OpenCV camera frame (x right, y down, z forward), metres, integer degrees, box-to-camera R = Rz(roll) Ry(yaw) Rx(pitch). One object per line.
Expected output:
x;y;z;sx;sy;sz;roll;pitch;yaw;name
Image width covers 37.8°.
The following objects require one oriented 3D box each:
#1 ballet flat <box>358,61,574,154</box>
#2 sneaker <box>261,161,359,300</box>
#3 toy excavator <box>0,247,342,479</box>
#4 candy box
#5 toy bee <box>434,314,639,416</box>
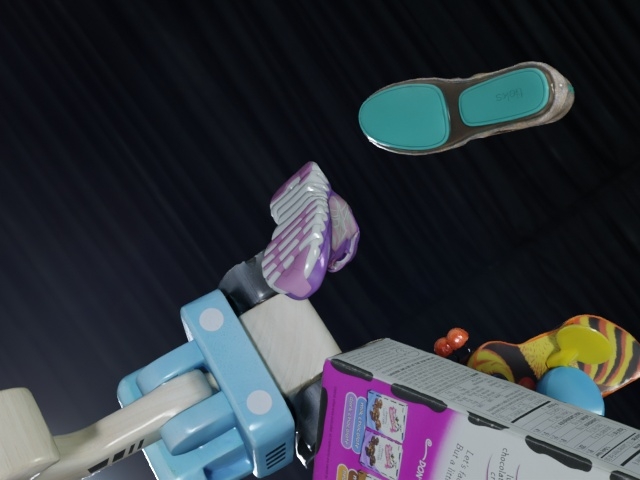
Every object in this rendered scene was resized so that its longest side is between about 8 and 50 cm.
0.200;-0.175;1.274;0.316;0.108;0.106;0;-174;41;ballet flat
0.000;0.000;1.075;0.095;0.104;0.236;-40;-159;21;sneaker
-0.167;0.199;1.039;0.445;0.222;0.433;-29;161;-13;toy excavator
0.104;0.169;0.552;0.233;0.159;0.071;18;-160;38;candy box
0.202;0.137;0.928;0.195;0.162;0.298;-42;170;33;toy bee
